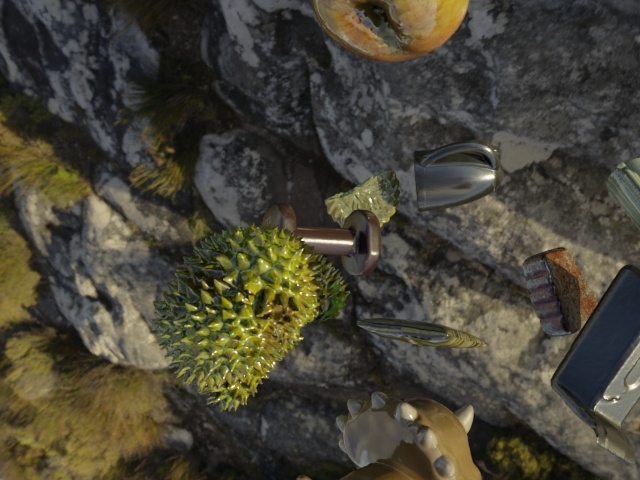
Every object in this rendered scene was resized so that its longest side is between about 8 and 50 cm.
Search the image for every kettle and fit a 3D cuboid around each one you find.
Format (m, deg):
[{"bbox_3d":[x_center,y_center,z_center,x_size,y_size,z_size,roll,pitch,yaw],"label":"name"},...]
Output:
[{"bbox_3d":[0.648,-0.090,1.111,0.098,0.148,0.127,-15,135,8],"label":"kettle"},{"bbox_3d":[0.457,-0.227,1.872,0.290,0.207,0.268,-4,147,11],"label":"kettle"}]

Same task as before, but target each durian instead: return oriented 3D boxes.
[{"bbox_3d":[-0.093,0.078,0.677,0.237,0.200,0.176,-36,129,10],"label":"durian"}]

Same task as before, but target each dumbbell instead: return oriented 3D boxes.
[{"bbox_3d":[0.000,0.000,1.110,0.124,0.225,0.140,161,111,-64],"label":"dumbbell"}]

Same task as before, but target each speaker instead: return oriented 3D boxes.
[{"bbox_3d":[0.697,0.272,1.266,0.180,0.388,0.184,31,-178,-23],"label":"speaker"}]

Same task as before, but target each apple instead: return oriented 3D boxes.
[{"bbox_3d":[0.111,-0.414,0.917,0.261,0.194,0.261,17,154,9],"label":"apple"}]

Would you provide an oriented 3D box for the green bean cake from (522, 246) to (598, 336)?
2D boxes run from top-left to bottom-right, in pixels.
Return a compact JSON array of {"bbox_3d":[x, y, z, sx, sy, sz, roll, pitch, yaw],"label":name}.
[{"bbox_3d":[0.651,0.136,1.520,0.097,0.198,0.233,-27,80,55],"label":"green bean cake"}]

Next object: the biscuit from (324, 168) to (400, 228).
[{"bbox_3d":[0.166,-0.120,1.955,0.187,0.273,0.036,63,176,-22],"label":"biscuit"}]

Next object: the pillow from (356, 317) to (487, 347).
[{"bbox_3d":[0.216,0.198,1.188,0.208,0.052,0.212,3,168,38],"label":"pillow"}]

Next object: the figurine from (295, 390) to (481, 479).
[{"bbox_3d":[0.069,0.256,0.624,0.177,0.247,0.173,144,119,-70],"label":"figurine"}]
